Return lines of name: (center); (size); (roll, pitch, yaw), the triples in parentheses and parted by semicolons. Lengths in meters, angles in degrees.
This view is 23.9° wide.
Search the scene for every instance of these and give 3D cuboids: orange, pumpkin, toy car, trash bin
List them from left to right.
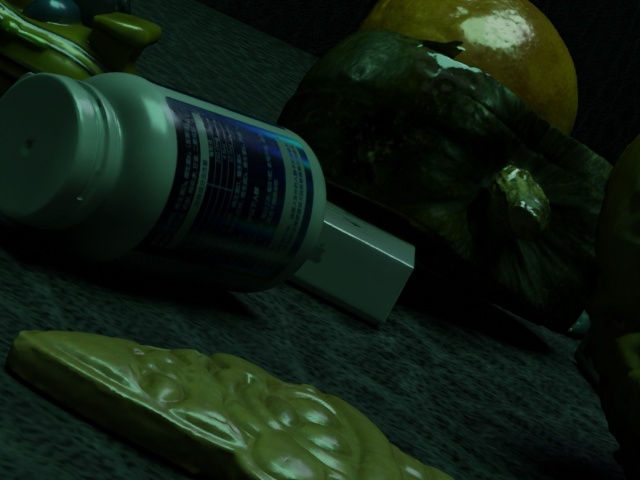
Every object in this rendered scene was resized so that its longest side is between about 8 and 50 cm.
toy car: (-0.218, -0.133, 0.930); (0.248, 0.142, 0.200); (28, 9, -6)
orange: (0.124, -0.126, 1.461); (0.261, 0.261, 0.261); (26, 10, -5)
pumpkin: (0.121, -0.041, 1.210); (0.317, 0.139, 0.222); (35, -12, -34)
trash bin: (0.250, 0.105, 1.232); (0.061, 0.043, 0.092); (26, 11, -9)

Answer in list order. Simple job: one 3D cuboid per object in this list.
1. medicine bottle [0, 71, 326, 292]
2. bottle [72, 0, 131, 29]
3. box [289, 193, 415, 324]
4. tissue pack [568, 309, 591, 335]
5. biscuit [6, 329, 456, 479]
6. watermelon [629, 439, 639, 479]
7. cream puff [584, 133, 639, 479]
medicine bottle: (-0.092, -0.033, 0.857); (0.107, 0.107, 0.191); (35, 13, 38)
bottle: (-0.303, -0.218, 1.145); (0.336, 0.144, 0.144); (21, 12, -35)
box: (0.000, 0.000, 1.086); (0.129, 0.051, 0.130); (27, 10, 0)
tissue pack: (0.243, 0.054, 1.425); (0.074, 0.059, 0.094); (37, 14, 35)
biscuit: (-0.020, 0.088, 0.671); (0.250, 0.035, 0.162); (22, 7, -21)
watermelon: (0.253, 0.103, 0.438); (0.363, 0.363, 0.363); (26, 10, -5)
cream puff: (0.286, 0.089, 0.865); (0.343, 0.231, 0.327); (34, 15, 17)
